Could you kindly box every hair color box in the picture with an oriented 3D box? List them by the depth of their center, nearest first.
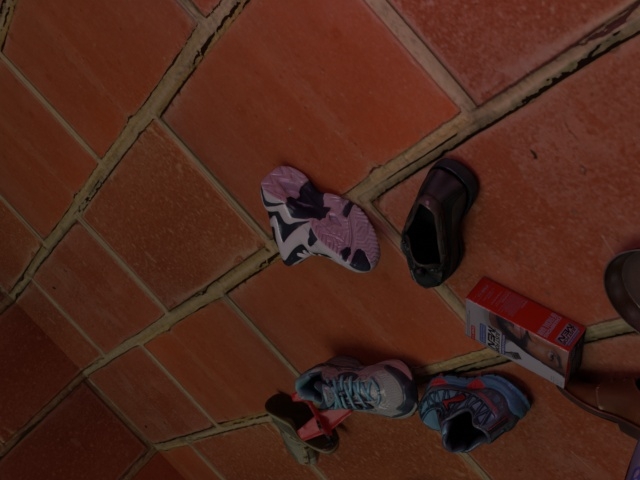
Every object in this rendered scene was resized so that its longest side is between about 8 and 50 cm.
[{"bbox_3d":[0.288,0.130,1.462,0.167,0.053,0.093,27,146,28],"label":"hair color box"}]

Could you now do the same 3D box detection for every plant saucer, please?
[{"bbox_3d":[0.421,0.068,1.228,0.168,0.029,0.168,33,150,22],"label":"plant saucer"}]

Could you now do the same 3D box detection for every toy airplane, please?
[{"bbox_3d":[-0.007,0.358,2.136,0.151,0.028,0.151,3,96,33],"label":"toy airplane"}]

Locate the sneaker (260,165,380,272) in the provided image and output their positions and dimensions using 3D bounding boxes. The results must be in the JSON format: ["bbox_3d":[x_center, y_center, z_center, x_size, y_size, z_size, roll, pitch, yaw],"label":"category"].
[{"bbox_3d":[0.000,0.000,1.626,0.235,0.094,0.153,33,151,22],"label":"sneaker"}]

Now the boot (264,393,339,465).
[{"bbox_3d":[-0.023,0.443,2.271,0.213,0.077,0.165,26,147,40],"label":"boot"}]

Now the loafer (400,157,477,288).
[{"bbox_3d":[0.147,-0.007,1.428,0.096,0.084,0.267,34,150,19],"label":"loafer"}]

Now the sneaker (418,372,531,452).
[{"bbox_3d":[0.222,0.288,1.683,0.104,0.125,0.262,49,152,-6],"label":"sneaker"}]

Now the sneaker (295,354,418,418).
[{"bbox_3d":[0.061,0.275,1.847,0.283,0.122,0.110,-6,95,54],"label":"sneaker"}]

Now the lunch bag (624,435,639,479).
[{"bbox_3d":[0.469,0.318,1.171,0.239,0.328,0.385,21,146,23],"label":"lunch bag"}]

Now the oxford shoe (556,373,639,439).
[{"bbox_3d":[0.412,0.217,1.411,0.076,0.076,0.212,17,-177,-33],"label":"oxford shoe"}]
